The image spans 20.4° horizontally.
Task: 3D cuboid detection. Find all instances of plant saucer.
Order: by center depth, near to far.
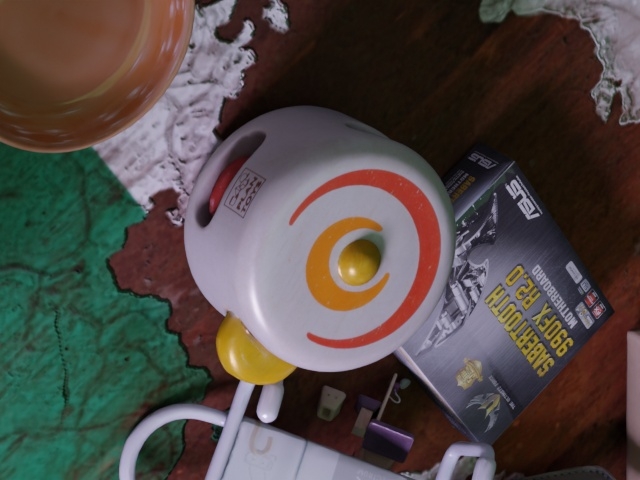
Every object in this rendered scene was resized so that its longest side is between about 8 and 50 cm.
[{"bbox_3d":[-0.184,-0.161,1.272,0.200,0.037,0.200,-16,120,-30],"label":"plant saucer"}]

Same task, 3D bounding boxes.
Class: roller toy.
[{"bbox_3d":[0.000,0.000,1.396,0.209,0.146,0.191,-18,114,-21],"label":"roller toy"}]

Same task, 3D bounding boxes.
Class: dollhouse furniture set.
[{"bbox_3d":[0.038,0.170,1.610,0.081,0.091,0.114,-64,174,-48],"label":"dollhouse furniture set"}]

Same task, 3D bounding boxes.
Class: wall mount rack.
[{"bbox_3d":[-0.006,0.278,1.458,0.350,0.130,0.304,21,81,-17],"label":"wall mount rack"}]

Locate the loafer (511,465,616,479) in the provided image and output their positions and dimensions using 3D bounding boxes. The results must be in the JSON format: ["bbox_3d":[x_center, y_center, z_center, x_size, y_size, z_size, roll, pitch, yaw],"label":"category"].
[{"bbox_3d":[0.156,0.281,1.679,0.319,0.112,0.111,-21,131,-25],"label":"loafer"}]

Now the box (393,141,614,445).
[{"bbox_3d":[0.145,0.053,1.596,0.183,0.056,0.231,-46,130,-9],"label":"box"}]

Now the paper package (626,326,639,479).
[{"bbox_3d":[0.454,0.248,1.742,0.168,0.309,0.325,-24,124,-29],"label":"paper package"}]
